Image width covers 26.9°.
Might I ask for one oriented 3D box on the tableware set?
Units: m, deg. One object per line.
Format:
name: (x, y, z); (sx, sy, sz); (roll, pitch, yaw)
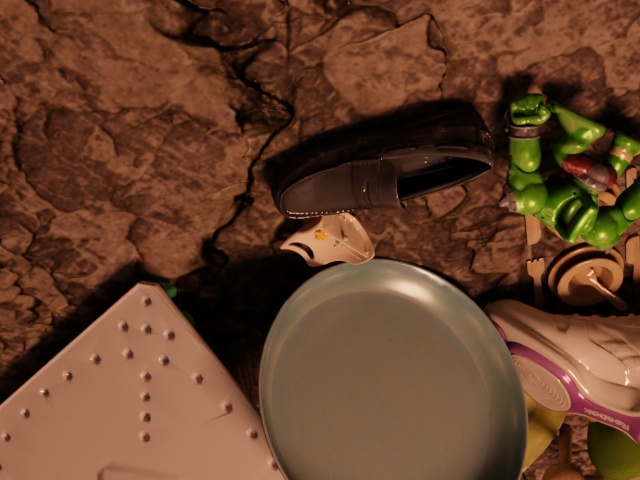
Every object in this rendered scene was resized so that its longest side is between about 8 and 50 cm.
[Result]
tableware set: (0.290, 0.010, 1.456); (0.128, 0.039, 0.194); (-14, 136, 2)

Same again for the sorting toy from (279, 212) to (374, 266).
sorting toy: (0.000, 0.000, 1.385); (0.075, 0.045, 0.083); (-32, 135, 30)

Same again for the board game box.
board game box: (-0.183, 0.293, 1.465); (0.390, 0.050, 0.390); (-40, 88, 25)

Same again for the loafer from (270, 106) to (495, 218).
loafer: (0.060, -0.065, 1.303); (0.223, 0.078, 0.076); (-17, 135, 5)

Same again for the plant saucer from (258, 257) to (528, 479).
plant saucer: (0.073, 0.174, 1.403); (0.318, 0.317, 0.044); (12, 154, -23)

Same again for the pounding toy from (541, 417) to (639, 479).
pounding toy: (0.345, 0.194, 1.585); (0.237, 0.183, 0.110); (-37, 106, 27)

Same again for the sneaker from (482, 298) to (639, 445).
sneaker: (0.328, 0.134, 1.498); (0.305, 0.152, 0.114); (27, 152, 14)

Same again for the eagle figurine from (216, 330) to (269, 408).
eagle figurine: (-0.062, 0.263, 1.535); (0.226, 0.225, 0.298); (20, 138, -16)

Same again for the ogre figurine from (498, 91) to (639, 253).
ogre figurine: (0.255, -0.062, 1.326); (0.197, 0.097, 0.118); (17, 104, -40)

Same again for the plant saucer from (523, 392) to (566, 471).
plant saucer: (0.193, 0.246, 1.625); (0.241, 0.037, 0.241); (-24, 142, -20)
